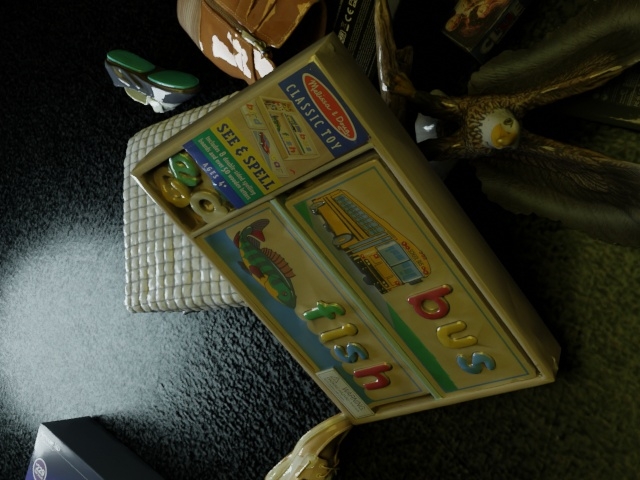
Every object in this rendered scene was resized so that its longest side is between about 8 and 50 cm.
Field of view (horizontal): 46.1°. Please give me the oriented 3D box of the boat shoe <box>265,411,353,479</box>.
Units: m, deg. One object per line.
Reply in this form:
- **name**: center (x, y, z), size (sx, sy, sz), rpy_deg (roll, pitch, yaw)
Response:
- **boat shoe**: center (-0.004, 0.278, 0.946), size (0.059, 0.063, 0.170), rpy_deg (54, 126, 24)

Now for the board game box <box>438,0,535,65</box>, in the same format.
- **board game box**: center (0.151, -0.337, 0.873), size (0.165, 0.042, 0.243), rpy_deg (-52, 59, 13)

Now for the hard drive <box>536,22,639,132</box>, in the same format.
- **hard drive**: center (0.293, -0.169, 0.777), size (0.135, 0.022, 0.094), rpy_deg (22, 100, 36)

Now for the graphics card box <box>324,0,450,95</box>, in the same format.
- **graphics card box**: center (-0.013, -0.318, 0.911), size (0.371, 0.094, 0.232), rpy_deg (44, 130, 33)

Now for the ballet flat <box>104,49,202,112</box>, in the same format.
- **ballet flat**: center (-0.260, -0.242, 1.182), size (0.203, 0.074, 0.074), rpy_deg (26, 102, 29)

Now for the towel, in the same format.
- **towel**: center (-0.153, -0.039, 1.049), size (0.235, 0.121, 0.283), rpy_deg (-11, 78, 35)

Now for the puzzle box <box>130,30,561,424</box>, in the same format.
- **puzzle box**: center (0.027, 0.022, 0.776), size (0.272, 0.052, 0.409), rpy_deg (-24, 114, 37)

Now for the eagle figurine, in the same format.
- **eagle figurine**: center (0.204, -0.116, 0.742), size (0.299, 0.226, 0.225), rpy_deg (-1, 49, 9)

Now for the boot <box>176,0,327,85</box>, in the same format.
- **boot**: center (-0.079, -0.308, 0.831), size (0.220, 0.109, 0.283), rpy_deg (44, 133, 34)

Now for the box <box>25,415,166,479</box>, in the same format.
- **box**: center (-0.349, 0.418, 1.170), size (0.261, 0.103, 0.184), rpy_deg (24, 98, 36)
